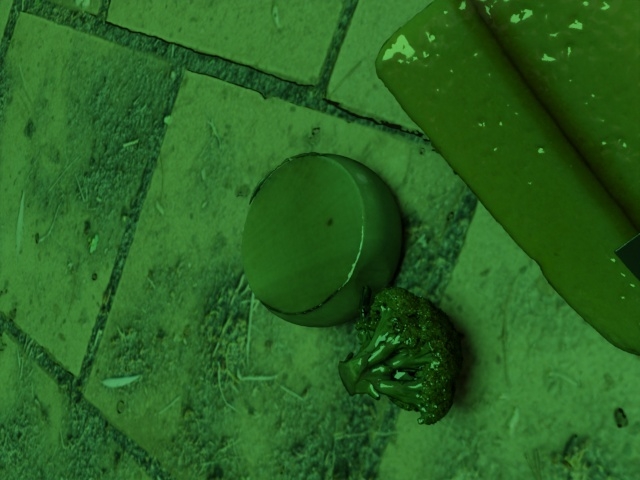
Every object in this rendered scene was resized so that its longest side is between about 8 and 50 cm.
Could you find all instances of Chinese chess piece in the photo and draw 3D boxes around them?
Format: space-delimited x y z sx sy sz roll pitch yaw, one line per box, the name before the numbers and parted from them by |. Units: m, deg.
Chinese chess piece | 0.000 0.000 0.939 0.188 0.083 0.189 -11 72 39

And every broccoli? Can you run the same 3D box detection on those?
broccoli | 0.077 0.109 0.828 0.130 0.120 0.131 25 134 60

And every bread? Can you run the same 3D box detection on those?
bread | 0.256 -0.101 0.752 0.233 0.245 0.362 -33 94 34

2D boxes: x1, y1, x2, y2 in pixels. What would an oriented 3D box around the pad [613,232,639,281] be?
pad | 0.329 0.043 0.636 0.190 0.004 0.127 48 119 1
